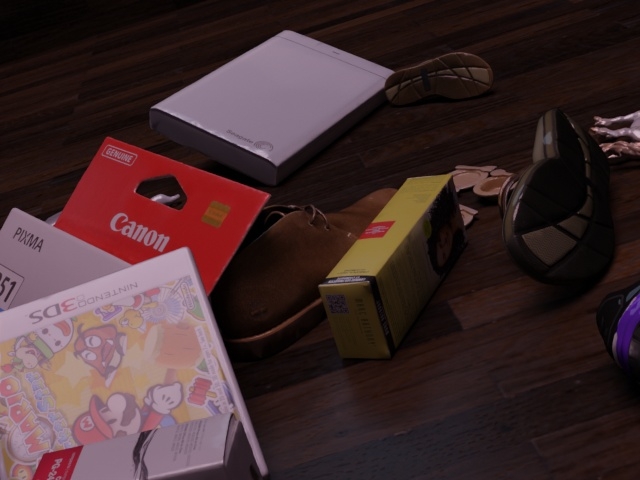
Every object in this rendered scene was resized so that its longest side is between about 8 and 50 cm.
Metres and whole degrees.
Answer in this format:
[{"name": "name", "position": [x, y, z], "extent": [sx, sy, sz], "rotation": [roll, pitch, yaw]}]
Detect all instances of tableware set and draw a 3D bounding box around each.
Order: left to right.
[{"name": "tableware set", "position": [0.158, -0.054, 1.211], "extent": [0.168, 0.020, 0.141], "rotation": [-28, 26, -24]}]

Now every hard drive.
[{"name": "hard drive", "position": [-0.063, -0.220, 1.591], "extent": [0.233, 0.047, 0.353], "rotation": [26, 42, 22]}]

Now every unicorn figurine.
[{"name": "unicorn figurine", "position": [0.382, -0.137, 1.211], "extent": [0.111, 0.060, 0.162], "rotation": [-5, 42, 25]}]

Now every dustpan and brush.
[{"name": "dustpan and brush", "position": [-0.308, -0.038, 1.465], "extent": [0.211, 0.060, 0.147], "rotation": [-28, 12, -9]}]

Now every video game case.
[{"name": "video game case", "position": [-0.174, 0.133, 0.854], "extent": [0.206, 0.026, 0.227], "rotation": [-20, 62, -6]}]

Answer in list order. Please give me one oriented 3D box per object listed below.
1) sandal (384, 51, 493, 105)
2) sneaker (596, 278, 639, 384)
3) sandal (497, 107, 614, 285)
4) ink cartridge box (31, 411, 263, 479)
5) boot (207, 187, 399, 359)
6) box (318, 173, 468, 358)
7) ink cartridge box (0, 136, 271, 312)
[{"name": "sandal", "position": [0.187, -0.250, 1.585], "extent": [0.180, 0.072, 0.049], "rotation": [-7, 4, 32]}, {"name": "sneaker", "position": [0.349, 0.024, 0.805], "extent": [0.293, 0.102, 0.146], "rotation": [-22, 23, -10]}, {"name": "sandal", "position": [0.235, -0.037, 1.042], "extent": [0.086, 0.120, 0.303], "rotation": [-36, 10, 31]}, {"name": "ink cartridge box", "position": [-0.118, 0.198, 0.728], "extent": [0.150, 0.109, 0.063], "rotation": [-14, 23, 8]}, {"name": "boot", "position": [0.000, 0.000, 1.085], "extent": [0.112, 0.115, 0.305], "rotation": [3, 30, 43]}, {"name": "box", "position": [0.080, 0.020, 1.020], "extent": [0.058, 0.087, 0.232], "rotation": [-2, 28, 31]}, {"name": "ink cartridge box", "position": [-0.224, 0.019, 1.039], "extent": [0.296, 0.066, 0.261], "rotation": [20, 79, 42]}]
